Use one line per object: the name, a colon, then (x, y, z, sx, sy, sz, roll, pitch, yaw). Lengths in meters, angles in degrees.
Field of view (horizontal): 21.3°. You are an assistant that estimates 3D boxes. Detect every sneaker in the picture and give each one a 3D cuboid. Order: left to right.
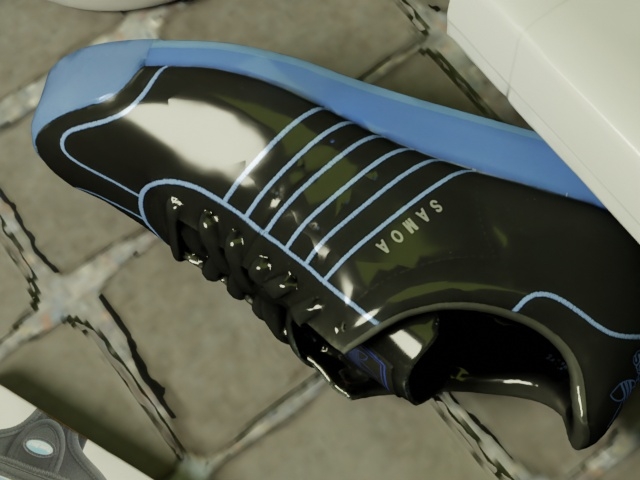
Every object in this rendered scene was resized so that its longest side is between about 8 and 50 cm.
sneaker: (0.000, 0.000, 0.566, 0.232, 0.081, 0.090, 13, 61, 15)

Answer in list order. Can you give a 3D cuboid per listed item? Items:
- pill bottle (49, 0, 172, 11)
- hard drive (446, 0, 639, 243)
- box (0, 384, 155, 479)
pill bottle: (-0.098, -0.210, 0.577, 0.152, 0.272, 0.152, -4, 65, 10)
hard drive: (0.236, -0.005, 0.509, 0.233, 0.047, 0.353, -28, 61, -22)
box: (-0.091, 0.105, 0.565, 0.136, 0.028, 0.081, 27, 73, 23)
